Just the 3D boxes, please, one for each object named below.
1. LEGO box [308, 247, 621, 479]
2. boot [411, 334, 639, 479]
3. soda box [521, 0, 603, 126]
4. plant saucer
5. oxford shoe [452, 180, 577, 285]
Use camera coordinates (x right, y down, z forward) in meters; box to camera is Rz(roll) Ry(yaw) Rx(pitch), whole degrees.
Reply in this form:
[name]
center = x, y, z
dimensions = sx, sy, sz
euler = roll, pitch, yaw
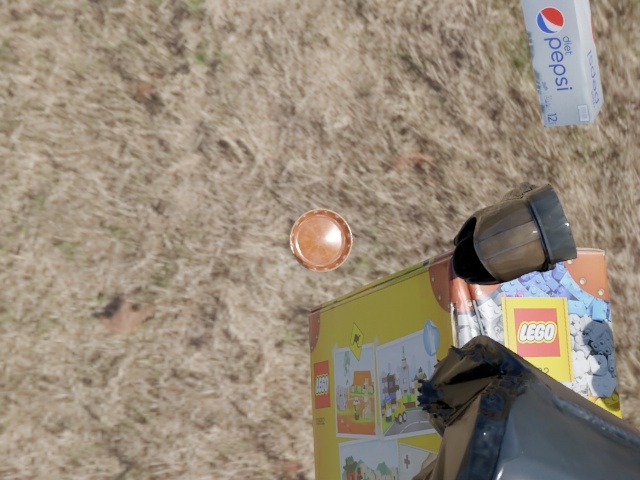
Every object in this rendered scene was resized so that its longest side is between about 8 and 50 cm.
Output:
[LEGO box]
center = 0.156, 0.235, 1.274
dimensions = 0.193, 0.500, 0.372
euler = 1, 79, -19
[boot]
center = 0.142, 0.156, 0.443
dimensions = 0.207, 0.246, 0.094
euler = 25, 115, -14
[soda box]
center = 0.412, -0.344, 1.714
dimensions = 0.091, 0.098, 0.286
euler = -2, 118, 29
[plant saucer]
center = 0.000, 0.000, 1.315
dimensions = 0.084, 0.013, 0.083
euler = 0, 88, -11
[oxford shoe]
center = 0.157, -0.002, 0.873
dimensions = 0.096, 0.227, 0.082
euler = -21, 83, 7
